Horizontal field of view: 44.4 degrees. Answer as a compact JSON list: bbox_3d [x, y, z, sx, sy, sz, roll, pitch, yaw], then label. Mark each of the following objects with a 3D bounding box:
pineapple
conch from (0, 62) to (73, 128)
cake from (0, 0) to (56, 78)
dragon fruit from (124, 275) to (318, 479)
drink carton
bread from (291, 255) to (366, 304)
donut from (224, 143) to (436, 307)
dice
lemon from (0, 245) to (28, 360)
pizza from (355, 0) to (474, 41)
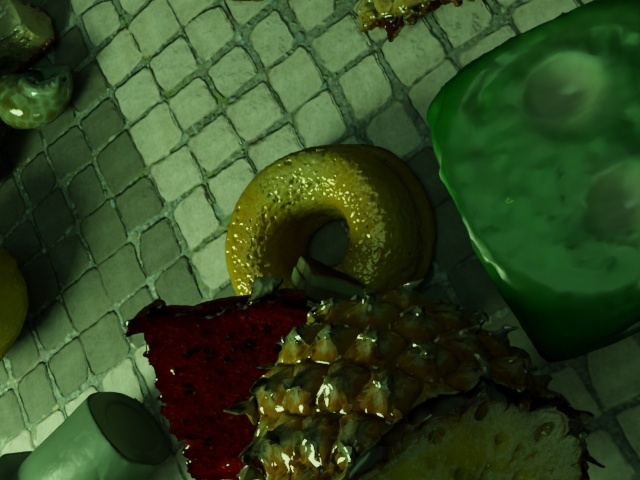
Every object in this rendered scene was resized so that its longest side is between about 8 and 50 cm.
[{"bbox_3d":[0.078,0.218,0.802,0.352,0.353,0.300,-65,23,5],"label":"pineapple"},{"bbox_3d":[-0.497,-0.242,1.349,0.173,0.106,0.116,-22,47,3],"label":"conch"},{"bbox_3d":[-0.589,-0.353,1.417,0.221,0.086,0.116,-30,67,22],"label":"cake"},{"bbox_3d":[-0.071,0.168,0.996,0.282,0.343,0.100,-7,40,-2],"label":"dragon fruit"},{"bbox_3d":[-0.347,0.332,1.153,0.189,0.185,0.191,-47,64,11],"label":"drink carton"},{"bbox_3d":[0.001,0.054,0.964,0.109,0.062,0.043,25,102,24],"label":"bread"},{"bbox_3d":[0.000,0.000,1.062,0.303,0.110,0.302,-3,83,27],"label":"donut"},{"bbox_3d":[0.296,-0.059,0.817,0.287,0.297,0.300,-28,71,19],"label":"dice"},{"bbox_3d":[-0.618,0.114,1.278,0.284,0.261,0.260,-32,70,27],"label":"lemon"},{"bbox_3d":[0.133,-0.341,1.065,0.194,0.069,0.154,-32,70,27],"label":"pizza"}]
